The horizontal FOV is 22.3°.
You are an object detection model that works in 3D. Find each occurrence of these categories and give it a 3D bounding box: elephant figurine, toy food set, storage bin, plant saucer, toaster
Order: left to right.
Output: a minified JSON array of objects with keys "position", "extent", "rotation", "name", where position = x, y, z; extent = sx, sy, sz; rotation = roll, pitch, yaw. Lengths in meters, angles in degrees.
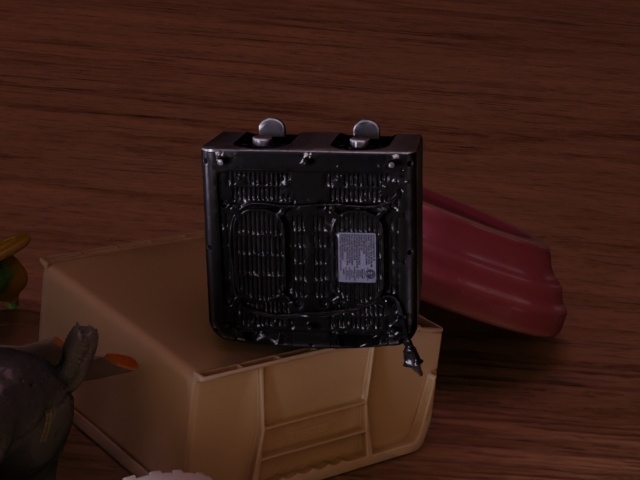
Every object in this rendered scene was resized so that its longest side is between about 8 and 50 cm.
[{"position":[-0.311,0.129,1.180],"extent":[0.239,0.169,0.186],"rotation":[22,31,26],"name":"elephant figurine"},{"position":[-0.355,0.061,1.480],"extent":[0.218,0.071,0.128],"rotation":[-24,14,-30],"name":"toy food set"},{"position":[-0.283,0.087,1.512],"extent":[0.083,0.015,0.083],"rotation":[4,21,-2],"name":"plant saucer"},{"position":[-0.075,0.096,1.397],"extent":[0.260,0.123,0.262],"rotation":[-10,26,-36],"name":"storage bin"},{"position":[0.000,0.000,1.274],"extent":[0.168,0.185,0.110],"rotation":[1,18,9],"name":"toaster"},{"position":[0.095,-0.006,1.607],"extent":[0.332,0.084,0.332],"rotation":[22,6,-3],"name":"plant saucer"}]

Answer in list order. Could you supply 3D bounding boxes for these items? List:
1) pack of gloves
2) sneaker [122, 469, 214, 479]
[{"position":[-0.288,0.073,1.299],"extent":[0.195,0.046,0.232],"rotation":[25,-27,-37],"name":"pack of gloves"},{"position":[-0.151,0.229,1.110],"extent":[0.235,0.090,0.095],"rotation":[-14,41,-34],"name":"sneaker"}]
